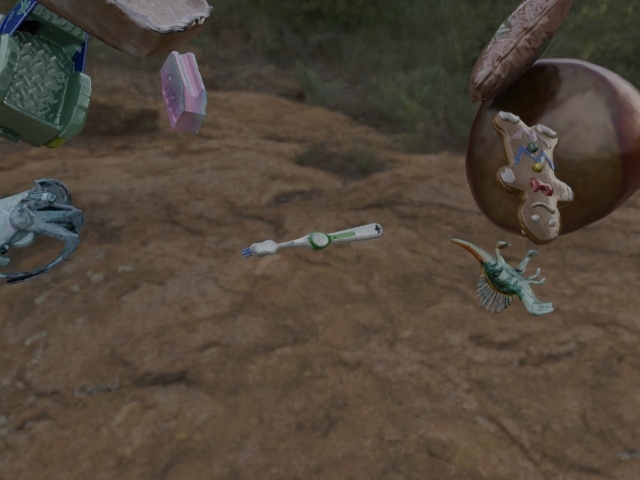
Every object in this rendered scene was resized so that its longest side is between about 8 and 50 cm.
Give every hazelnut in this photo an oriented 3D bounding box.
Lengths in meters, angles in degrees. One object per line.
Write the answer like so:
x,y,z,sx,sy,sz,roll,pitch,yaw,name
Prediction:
0.442,-0.172,1.570,0.365,0.366,0.366,-4,30,2,hazelnut

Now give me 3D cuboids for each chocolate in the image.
-0.244,-0.269,0.886,0.261,0.083,0.161,35,32,2,chocolate

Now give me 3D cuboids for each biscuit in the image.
0.309,-0.088,1.216,0.138,0.031,0.205,16,60,-26,biscuit

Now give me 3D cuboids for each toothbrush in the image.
0.001,0.000,1.255,0.030,0.030,0.304,22,20,38,toothbrush

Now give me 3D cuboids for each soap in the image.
-0.284,-0.302,1.757,0.056,0.100,0.149,-4,65,-34,soap

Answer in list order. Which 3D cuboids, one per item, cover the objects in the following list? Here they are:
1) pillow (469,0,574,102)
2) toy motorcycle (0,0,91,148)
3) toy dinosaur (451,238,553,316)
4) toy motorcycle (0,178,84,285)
0.324,-0.325,1.392,0.084,0.236,0.223,40,12,-1,pillow
-0.498,-0.344,1.520,0.200,0.191,0.327,-17,59,42,toy motorcycle
0.263,0.056,1.252,0.187,0.106,0.044,9,-12,32,toy dinosaur
-0.658,-0.017,1.882,0.260,0.206,0.154,-22,9,-19,toy motorcycle
